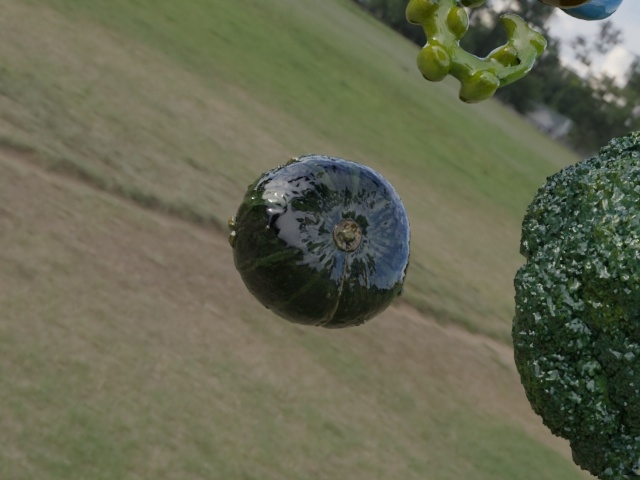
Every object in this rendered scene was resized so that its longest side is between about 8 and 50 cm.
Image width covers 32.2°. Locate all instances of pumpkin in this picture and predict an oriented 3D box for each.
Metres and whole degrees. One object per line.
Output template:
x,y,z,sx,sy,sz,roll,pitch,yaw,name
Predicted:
0.002,0.000,1.136,0.190,0.190,0.146,25,-21,-33,pumpkin

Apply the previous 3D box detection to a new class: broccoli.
0.266,0.047,0.818,0.241,0.261,0.269,23,38,-54,broccoli

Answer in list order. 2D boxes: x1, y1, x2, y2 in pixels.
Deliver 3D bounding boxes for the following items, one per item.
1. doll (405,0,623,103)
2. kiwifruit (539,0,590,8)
0.089,-0.286,0.843,0.346,0.341,0.099,53,-19,13,doll
0.121,-0.185,0.619,0.124,0.075,0.075,50,7,-12,kiwifruit
